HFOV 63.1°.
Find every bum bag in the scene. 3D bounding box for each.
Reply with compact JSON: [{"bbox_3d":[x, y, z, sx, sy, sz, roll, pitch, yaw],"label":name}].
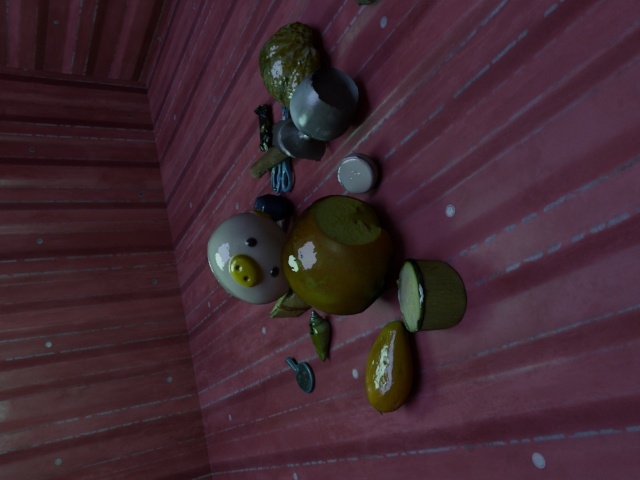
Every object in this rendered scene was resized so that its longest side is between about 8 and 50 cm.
[{"bbox_3d":[-0.254,-0.507,2.341,0.107,0.060,0.232,142,121,-63],"label":"bum bag"}]

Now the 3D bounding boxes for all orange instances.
[{"bbox_3d":[-0.120,-0.660,1.985,0.271,0.211,0.368,-52,48,49],"label":"orange"}]

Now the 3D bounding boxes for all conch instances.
[{"bbox_3d":[-0.004,0.360,2.015,0.095,0.080,0.200,-123,30,-66],"label":"conch"}]

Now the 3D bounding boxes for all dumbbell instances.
[{"bbox_3d":[-0.226,-0.036,2.256,0.144,0.160,0.324,23,116,21],"label":"dumbbell"}]

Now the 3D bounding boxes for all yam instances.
[{"bbox_3d":[-0.211,-0.341,2.210,0.357,0.081,0.081,-22,74,58],"label":"yam"}]

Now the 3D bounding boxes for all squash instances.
[{"bbox_3d":[0.303,0.154,1.500,0.220,0.133,0.220,175,90,-74],"label":"squash"}]

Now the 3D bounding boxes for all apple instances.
[{"bbox_3d":[0.071,0.047,1.668,0.384,0.374,0.374,-52,34,-9],"label":"apple"}]

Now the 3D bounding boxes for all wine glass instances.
[{"bbox_3d":[-0.014,-0.434,1.811,0.323,0.238,0.237,-49,52,53],"label":"wine glass"}]

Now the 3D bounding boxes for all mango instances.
[{"bbox_3d":[0.215,0.398,1.621,0.176,0.119,0.316,-162,77,-64],"label":"mango"}]

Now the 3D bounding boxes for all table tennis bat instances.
[{"bbox_3d":[-0.086,0.555,2.195,0.201,0.033,0.124,35,120,46],"label":"table tennis bat"}]

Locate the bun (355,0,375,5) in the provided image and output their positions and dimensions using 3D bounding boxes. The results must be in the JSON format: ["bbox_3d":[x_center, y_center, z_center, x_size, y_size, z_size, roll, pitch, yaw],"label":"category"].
[{"bbox_3d":[0.134,-0.842,1.645,0.167,0.114,0.173,-18,75,57],"label":"bun"}]

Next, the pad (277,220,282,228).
[{"bbox_3d":[-0.244,-0.053,2.418,0.266,0.002,0.176,-40,59,52],"label":"pad"}]

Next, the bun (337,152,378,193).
[{"bbox_3d":[0.131,-0.228,1.731,0.138,0.094,0.138,11,116,24],"label":"bun"}]

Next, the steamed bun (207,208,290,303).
[{"bbox_3d":[-0.261,0.070,2.050,0.373,0.334,0.334,52,148,-11],"label":"steamed bun"}]

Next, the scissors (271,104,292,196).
[{"bbox_3d":[-0.158,-0.380,2.225,0.180,0.032,0.392,23,113,55],"label":"scissors"}]

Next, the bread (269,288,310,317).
[{"bbox_3d":[-0.101,0.231,2.127,0.142,0.178,0.266,46,142,3],"label":"bread"}]
